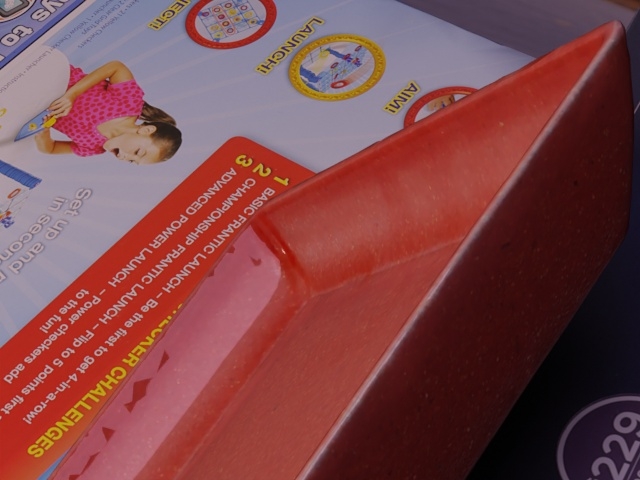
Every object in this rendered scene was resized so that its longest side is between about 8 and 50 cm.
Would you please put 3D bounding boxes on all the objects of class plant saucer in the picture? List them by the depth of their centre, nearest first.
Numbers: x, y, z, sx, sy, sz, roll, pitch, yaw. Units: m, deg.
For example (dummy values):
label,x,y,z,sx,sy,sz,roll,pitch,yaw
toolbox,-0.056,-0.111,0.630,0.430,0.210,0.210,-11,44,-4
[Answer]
label,x,y,z,sx,sy,sz,roll,pitch,yaw
plant saucer,-0.028,0.073,0.525,0.048,0.258,0.259,42,67,-11

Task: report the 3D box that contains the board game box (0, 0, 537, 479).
label,x,y,z,sx,sy,sz,roll,pitch,yaw
board game box,-0.088,-0.004,0.792,0.302,0.086,0.308,28,58,31

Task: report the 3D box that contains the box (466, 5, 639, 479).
label,x,y,z,sx,sy,sz,roll,pitch,yaw
box,0.159,0.028,0.580,0.184,0.103,0.261,14,55,28
